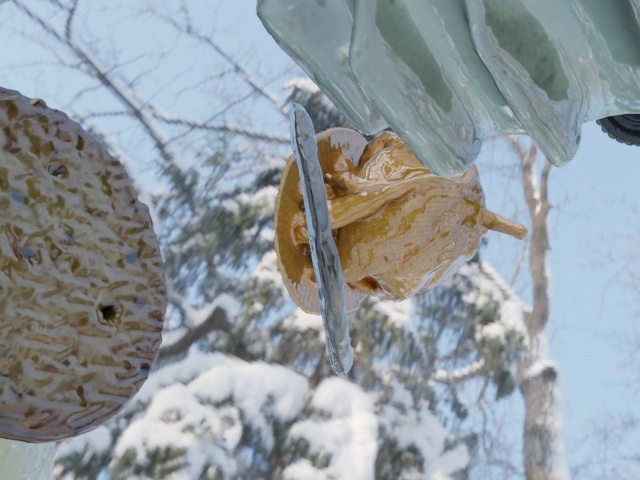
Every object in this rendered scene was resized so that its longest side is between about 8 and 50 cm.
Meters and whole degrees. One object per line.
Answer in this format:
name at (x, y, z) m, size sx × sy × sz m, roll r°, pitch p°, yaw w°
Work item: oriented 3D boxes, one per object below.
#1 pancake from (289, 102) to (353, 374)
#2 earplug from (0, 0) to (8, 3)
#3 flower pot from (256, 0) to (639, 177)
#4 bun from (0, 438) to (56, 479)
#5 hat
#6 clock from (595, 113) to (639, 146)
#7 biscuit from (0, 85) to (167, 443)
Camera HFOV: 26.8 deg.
pancake at (0.000, 0.000, 0.934) m, size 0.020 × 0.184 × 0.190 m, roll -10°, pitch -68°, yaw -2°
earplug at (-0.233, -0.329, 1.162) m, size 0.175 × 0.325 × 0.214 m, roll 26°, pitch -44°, yaw 40°
flower pot at (0.111, -0.214, 0.590) m, size 0.254 × 0.367 × 0.164 m, roll -11°, pitch -34°, yaw 26°
bun at (-0.260, 0.086, 0.755) m, size 0.244 × 0.153 × 0.244 m, roll 8°, pitch -45°, yaw 8°
hat at (0.112, -0.008, 1.421) m, size 0.233 × 0.233 × 0.244 m, roll 4°, pitch -48°, yaw 29°
clock at (0.257, -0.113, 1.082) m, size 0.083 × 0.010 × 0.074 m, roll -5°, pitch -85°, yaw -11°
biscuit at (-0.153, 0.011, 0.672) m, size 0.027 × 0.188 × 0.188 m, roll -25°, pitch -72°, yaw 37°
